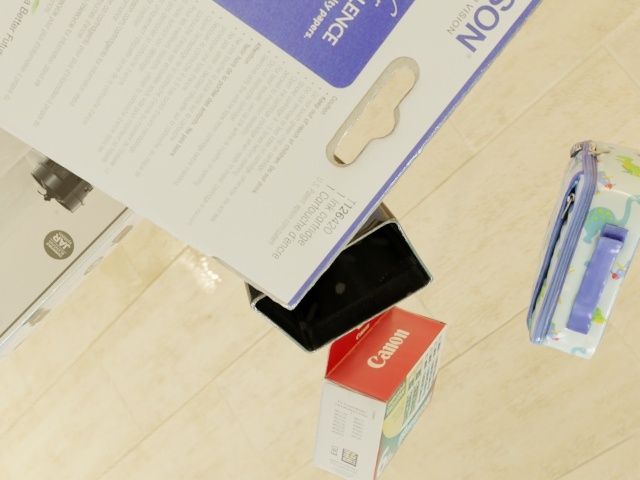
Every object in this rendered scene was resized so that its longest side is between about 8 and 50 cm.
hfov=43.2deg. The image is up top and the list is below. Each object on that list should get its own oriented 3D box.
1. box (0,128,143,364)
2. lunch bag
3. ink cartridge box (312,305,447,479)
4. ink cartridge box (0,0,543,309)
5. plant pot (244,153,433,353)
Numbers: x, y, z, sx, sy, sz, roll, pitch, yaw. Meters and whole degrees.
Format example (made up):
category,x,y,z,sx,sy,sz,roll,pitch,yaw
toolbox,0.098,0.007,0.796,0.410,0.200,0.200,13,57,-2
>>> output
category,x,y,z,sx,sy,sz,roll,pitch,yaw
box,-0.312,-0.004,0.794,0.290,0.087,0.169,-45,93,-4
lunch bag,0.293,0.008,0.886,0.090,0.176,0.219,15,119,10
ink cartridge box,0.121,0.259,1.529,0.130,0.309,0.271,18,120,22
ink cartridge box,-0.058,-0.151,0.516,0.307,0.072,0.303,33,109,-18
plant pot,0.000,0.000,0.988,0.187,0.188,0.167,-32,59,6
